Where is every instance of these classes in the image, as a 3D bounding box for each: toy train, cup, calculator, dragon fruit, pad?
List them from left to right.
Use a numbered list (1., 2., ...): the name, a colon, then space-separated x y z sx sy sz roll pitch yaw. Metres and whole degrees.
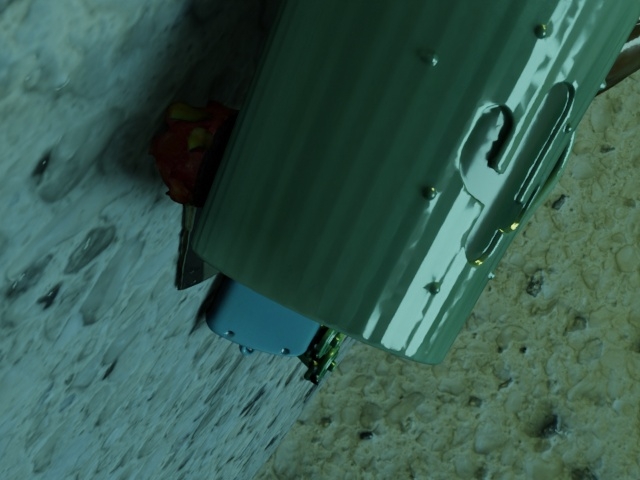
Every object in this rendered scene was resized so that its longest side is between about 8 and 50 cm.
1. dragon fruit: -0.125 -0.085 0.833 0.126 0.068 0.112 -51 164 -67
2. pad: -0.093 -0.034 1.057 0.174 0.022 0.233 -25 154 -28
3. calculator: -0.047 0.050 1.241 0.293 0.172 0.051 -62 -158 20
4. toy train: 0.002 0.124 1.635 0.237 0.150 0.369 -58 170 -19
5. cup: 0.113 -0.100 0.818 0.393 0.400 0.310 -65 -160 2

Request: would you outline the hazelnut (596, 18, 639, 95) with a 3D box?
1. hazelnut: 0.290 -0.343 1.099 0.409 0.359 0.359 -54 168 -27
